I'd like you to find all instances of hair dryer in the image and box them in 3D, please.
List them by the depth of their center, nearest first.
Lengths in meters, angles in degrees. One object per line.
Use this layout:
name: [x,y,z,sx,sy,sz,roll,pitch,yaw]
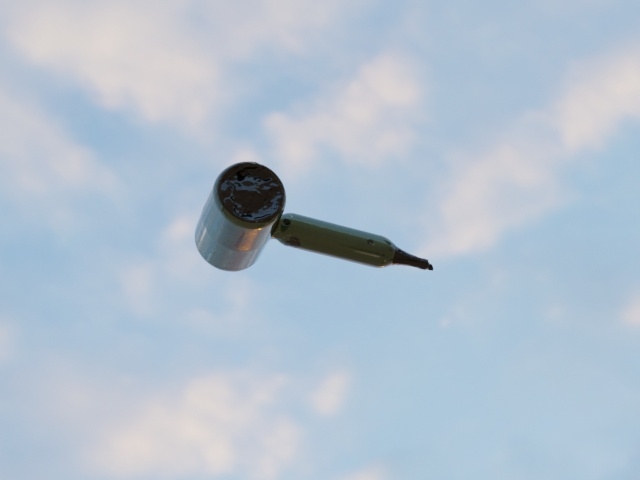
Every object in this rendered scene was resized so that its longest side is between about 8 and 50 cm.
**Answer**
hair dryer: [0.000,0.000,0.887,0.150,0.047,0.071,16,-26,-9]
